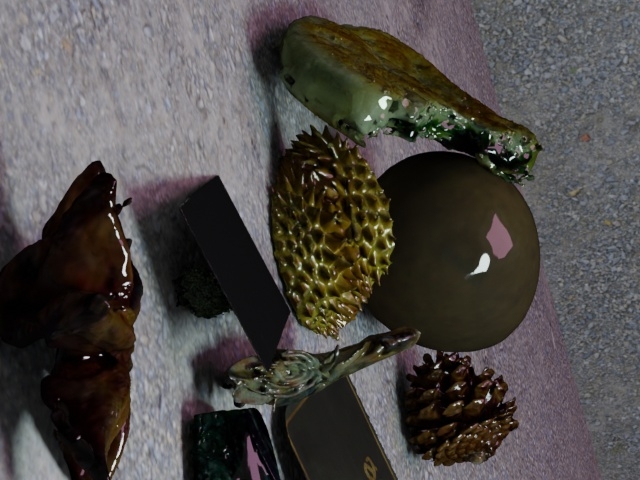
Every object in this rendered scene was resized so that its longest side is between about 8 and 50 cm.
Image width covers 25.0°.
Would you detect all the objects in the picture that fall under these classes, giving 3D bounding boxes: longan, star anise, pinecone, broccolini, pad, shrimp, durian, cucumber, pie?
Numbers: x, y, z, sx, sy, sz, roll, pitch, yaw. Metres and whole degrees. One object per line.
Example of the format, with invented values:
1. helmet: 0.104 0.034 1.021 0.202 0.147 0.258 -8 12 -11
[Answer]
1. longan: 0.155 0.015 1.834 0.258 0.258 0.258 -11 90 -73
2. star anise: -0.175 0.069 0.992 0.272 0.102 0.272 -178 -90 -84
3. pinecone: 0.184 0.227 1.964 0.173 0.173 0.174 -11 90 -73
4. broccolini: -0.079 0.056 1.388 0.051 0.054 0.239 68 12 13
5. pad: 0.097 0.302 1.606 0.375 0.063 0.315 65 18 -6
6. pad: -0.075 0.023 1.346 0.164 0.004 0.243 62 7 -6
7. shrimp: 0.006 0.118 1.409 0.058 0.169 0.296 68 16 8
8. durian: 0.000 0.000 1.632 0.139 0.144 0.252 2 -66 69
9. cucumber: -0.063 0.243 1.275 0.115 0.085 0.193 15 58 -69
10. pie: 0.092 -0.176 1.730 0.371 0.078 0.296 14 26 -37
